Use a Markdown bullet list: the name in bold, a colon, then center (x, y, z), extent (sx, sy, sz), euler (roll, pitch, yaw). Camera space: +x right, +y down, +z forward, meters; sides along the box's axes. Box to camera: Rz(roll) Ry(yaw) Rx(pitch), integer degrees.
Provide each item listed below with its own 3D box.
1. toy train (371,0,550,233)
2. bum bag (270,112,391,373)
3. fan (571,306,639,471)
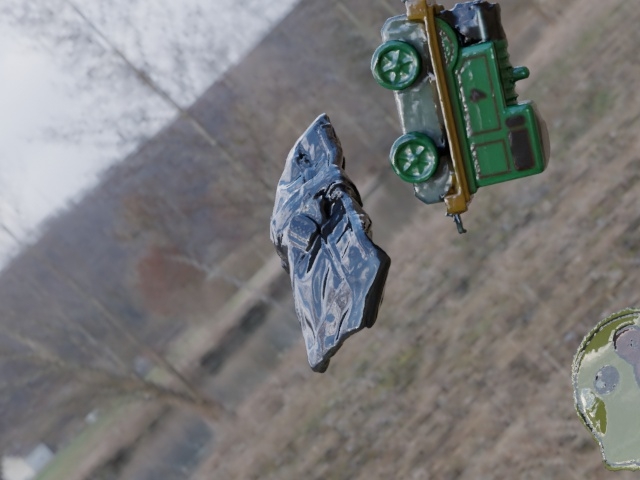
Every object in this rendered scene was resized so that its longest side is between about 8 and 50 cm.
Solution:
- **toy train**: center (0.122, -0.120, 1.138), extent (0.136, 0.228, 0.091), euler (-9, 7, 12)
- **bum bag**: center (0.000, 0.000, 1.182), extent (0.310, 0.074, 0.137), euler (-107, 35, -59)
- **fan**: center (0.457, 0.160, 1.707), extent (0.335, 0.229, 0.011), euler (-61, -17, 12)
